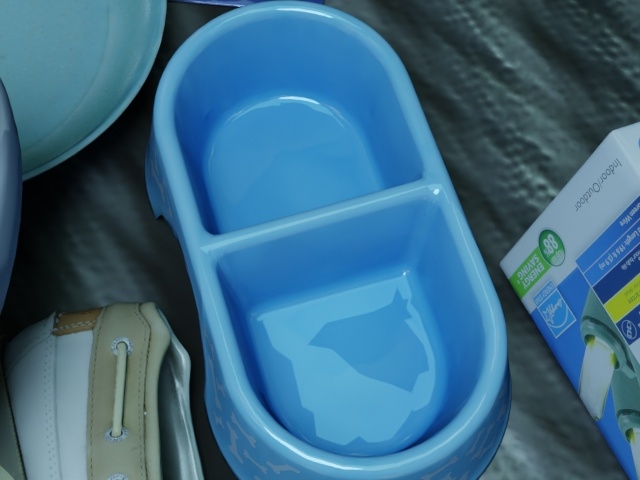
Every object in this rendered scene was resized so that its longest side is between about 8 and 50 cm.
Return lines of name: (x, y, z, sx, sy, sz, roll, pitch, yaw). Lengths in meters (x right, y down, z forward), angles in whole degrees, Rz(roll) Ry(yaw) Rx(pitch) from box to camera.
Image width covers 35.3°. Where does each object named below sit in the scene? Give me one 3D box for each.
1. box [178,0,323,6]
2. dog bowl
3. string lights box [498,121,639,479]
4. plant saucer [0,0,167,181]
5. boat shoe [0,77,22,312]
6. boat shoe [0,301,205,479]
box: (-0.053, -0.256, 0.662, 0.136, 0.036, 0.225, 5, 68, 1)
dog bowl: (0.000, 0.000, 0.533, 0.166, 0.074, 0.297, -16, 67, -7)
string lights box: (0.201, 0.078, 0.465, 0.077, 0.133, 0.259, -19, 67, -24)
plant saucer: (-0.243, -0.146, 0.538, 0.318, 0.043, 0.317, 11, 59, -18)
boat shoe: (-0.214, 0.055, 0.277, 0.136, 0.156, 0.367, 24, 69, 9)
boat shoe: (-0.072, 0.161, 0.442, 0.103, 0.113, 0.302, -23, 68, -4)
